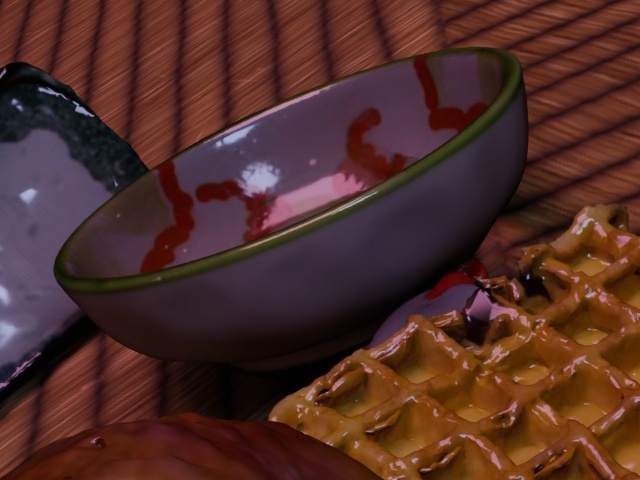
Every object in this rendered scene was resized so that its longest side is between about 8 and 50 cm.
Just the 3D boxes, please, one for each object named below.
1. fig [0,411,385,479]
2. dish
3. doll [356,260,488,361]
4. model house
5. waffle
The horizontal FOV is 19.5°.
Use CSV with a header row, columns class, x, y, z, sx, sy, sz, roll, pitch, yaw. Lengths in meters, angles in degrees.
class,x,y,z,sx,sy,sz,roll,pitch,yaw
fig,-0.077,0.256,0.717,0.369,0.286,0.286,-51,27,5
dish,0.000,0.000,1.204,0.324,0.124,0.324,-22,17,7
doll,0.060,0.098,1.029,0.142,0.076,0.245,-11,34,28
model house,-0.298,0.010,1.450,0.291,0.184,0.253,-13,33,56
waffle,0.130,0.082,0.930,0.309,0.065,0.283,1,40,8
